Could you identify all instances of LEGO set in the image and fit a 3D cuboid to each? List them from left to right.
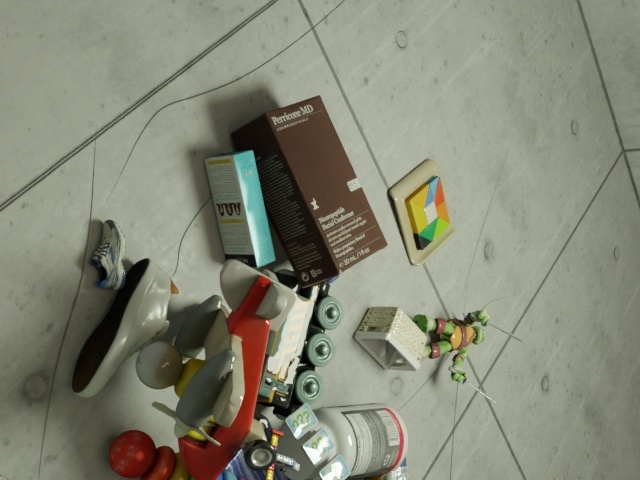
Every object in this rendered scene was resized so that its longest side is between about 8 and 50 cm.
[{"bbox_3d":[-0.047,0.462,1.631,0.244,0.060,0.182,-28,85,-45],"label":"LEGO set"}]

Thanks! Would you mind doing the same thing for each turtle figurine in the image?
[{"bbox_3d":[0.392,0.289,2.193,0.266,0.198,0.275,5,44,-29],"label":"turtle figurine"}]

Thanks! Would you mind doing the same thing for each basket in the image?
[{"bbox_3d":[0.187,0.254,2.068,0.167,0.113,0.103,48,54,-35],"label":"basket"}]

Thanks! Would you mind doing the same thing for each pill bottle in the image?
[{"bbox_3d":[0.049,0.478,1.868,0.318,0.176,0.176,9,84,-48],"label":"pill bottle"}]

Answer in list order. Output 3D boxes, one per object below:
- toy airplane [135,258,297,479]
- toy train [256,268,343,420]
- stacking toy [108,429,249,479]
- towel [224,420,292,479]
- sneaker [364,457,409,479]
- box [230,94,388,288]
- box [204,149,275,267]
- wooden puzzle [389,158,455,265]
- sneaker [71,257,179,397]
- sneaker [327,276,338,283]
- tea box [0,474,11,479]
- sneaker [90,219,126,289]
[{"bbox_3d":[-0.196,0.216,1.451,0.272,0.386,0.384,8,57,-12],"label":"toy airplane"},{"bbox_3d":[-0.073,0.229,1.786,0.190,0.142,0.334,27,71,-33],"label":"toy train"},{"bbox_3d":[-0.271,0.478,1.559,0.330,0.141,0.141,35,64,-22],"label":"stacking toy"},{"bbox_3d":[-0.176,0.591,1.742,0.336,0.040,0.243,-42,120,-38],"label":"towel"},{"bbox_3d":[0.182,0.625,2.008,0.131,0.112,0.296,44,35,-23],"label":"sneaker"},{"bbox_3d":[-0.020,-0.110,1.765,0.191,0.143,0.381,-29,94,-44],"label":"box"},{"bbox_3d":[-0.172,-0.066,1.699,0.060,0.100,0.244,-23,107,-44],"label":"box"},{"bbox_3d":[0.296,-0.080,2.226,0.221,0.044,0.239,-39,117,-39],"label":"wooden puzzle"},{"bbox_3d":[-0.354,0.183,1.505,0.123,0.106,0.290,45,58,-33],"label":"sneaker"},{"bbox_3d":[0.071,0.019,1.965,0.090,0.081,0.232,41,60,-30],"label":"sneaker"},{"bbox_3d":[-0.500,0.488,1.195,0.323,0.329,0.220,51,57,-34],"label":"tea box"},{"bbox_3d":[-0.402,0.028,1.497,0.058,0.052,0.135,-5,93,-40],"label":"sneaker"}]
